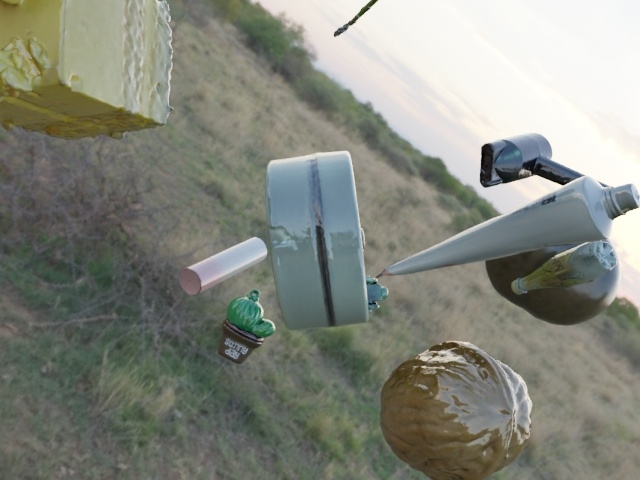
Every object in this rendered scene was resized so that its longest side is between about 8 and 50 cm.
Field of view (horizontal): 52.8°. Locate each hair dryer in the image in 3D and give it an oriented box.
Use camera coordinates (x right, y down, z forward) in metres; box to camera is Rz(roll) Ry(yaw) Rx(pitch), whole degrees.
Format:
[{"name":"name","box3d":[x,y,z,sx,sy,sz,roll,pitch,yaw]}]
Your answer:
[{"name":"hair dryer","box3d":[0.540,-0.161,1.553,0.303,0.116,0.244,30,33,34]}]

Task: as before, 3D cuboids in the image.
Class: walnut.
[{"name":"walnut","box3d":[0.187,0.240,0.896,0.213,0.213,0.213,36,11,-8]}]

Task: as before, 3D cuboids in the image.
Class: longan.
[{"name":"longan","box3d":[0.627,0.059,1.751,0.361,0.361,0.361,36,11,-8]}]

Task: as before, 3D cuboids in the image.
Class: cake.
[{"name":"cake","box3d":[-0.372,-0.274,0.871,0.223,0.227,0.286,-2,-6,27]}]

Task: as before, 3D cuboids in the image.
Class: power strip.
[{"name":"power strip","box3d":[0.000,0.000,1.246,0.357,0.162,0.357,-7,90,-88]}]

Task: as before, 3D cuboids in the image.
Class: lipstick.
[{"name":"lipstick","box3d":[-0.296,0.075,2.005,0.087,0.087,0.327,41,33,15]}]

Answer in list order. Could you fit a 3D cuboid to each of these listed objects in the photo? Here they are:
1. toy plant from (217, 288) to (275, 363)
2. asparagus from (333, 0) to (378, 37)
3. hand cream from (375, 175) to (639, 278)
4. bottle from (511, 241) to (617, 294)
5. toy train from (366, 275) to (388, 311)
[{"name":"toy plant","box3d":[-0.196,0.232,1.737,0.143,0.200,0.105,28,-8,-1]},{"name":"asparagus","box3d":[0.133,-0.673,1.862,0.025,0.248,0.024,46,15,-16]},{"name":"hand cream","box3d":[0.233,-0.002,0.827,0.124,0.341,0.077,-16,85,-50]},{"name":"bottle","box3d":[0.550,0.074,1.493,0.083,0.270,0.083,13,64,-28]},{"name":"toy train","box3d":[0.055,0.149,1.775,0.249,0.101,0.159,-1,-3,-16]}]
